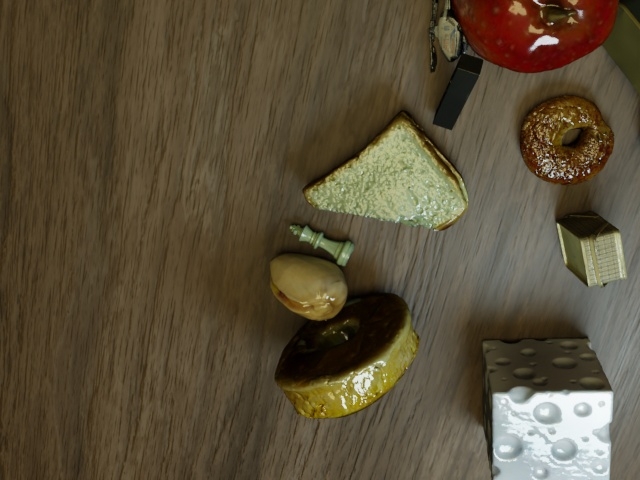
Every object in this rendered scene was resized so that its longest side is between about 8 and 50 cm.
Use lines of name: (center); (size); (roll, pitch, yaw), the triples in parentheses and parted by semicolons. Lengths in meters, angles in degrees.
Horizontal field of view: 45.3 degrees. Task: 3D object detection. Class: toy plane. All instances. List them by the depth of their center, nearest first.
toy plane: (0.250, -0.428, 1.498); (0.078, 0.053, 0.197); (2, 114, 16)

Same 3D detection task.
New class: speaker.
speaker: (0.263, -0.285, 1.488); (0.046, 0.191, 0.040); (18, 66, 1)

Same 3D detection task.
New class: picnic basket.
picnic basket: (0.550, 0.016, 1.561); (0.079, 0.164, 0.115); (-16, 108, 3)

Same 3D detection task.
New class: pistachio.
pistachio: (-0.025, 0.098, 1.673); (0.200, 0.145, 0.117); (27, 137, 42)

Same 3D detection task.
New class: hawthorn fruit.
hawthorn fruit: (0.380, -0.418, 1.334); (0.287, 0.330, 0.287); (-1, 116, -3)

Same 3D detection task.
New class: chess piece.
chess piece: (0.000, 0.000, 1.687); (0.149, 0.059, 0.059); (27, 111, 4)

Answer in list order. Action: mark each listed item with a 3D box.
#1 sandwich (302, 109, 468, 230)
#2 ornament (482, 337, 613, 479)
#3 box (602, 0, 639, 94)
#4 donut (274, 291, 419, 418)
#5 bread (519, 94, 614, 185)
sandwich: (0.144, -0.096, 1.605); (0.288, 0.100, 0.254); (-34, 102, 17)
ornament: (0.479, 0.369, 1.656); (0.239, 0.240, 0.239); (-2, 108, 8)
box: (0.611, -0.353, 1.397); (0.090, 0.144, 0.201); (-30, 75, -1)
donut: (0.058, 0.250, 1.635); (0.330, 0.330, 0.160); (-16, 114, 13)
bread: (0.493, -0.198, 1.544); (0.193, 0.064, 0.193); (1, 107, 4)
